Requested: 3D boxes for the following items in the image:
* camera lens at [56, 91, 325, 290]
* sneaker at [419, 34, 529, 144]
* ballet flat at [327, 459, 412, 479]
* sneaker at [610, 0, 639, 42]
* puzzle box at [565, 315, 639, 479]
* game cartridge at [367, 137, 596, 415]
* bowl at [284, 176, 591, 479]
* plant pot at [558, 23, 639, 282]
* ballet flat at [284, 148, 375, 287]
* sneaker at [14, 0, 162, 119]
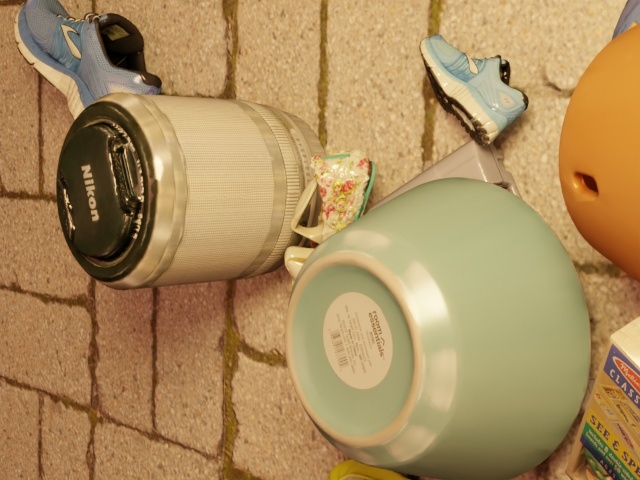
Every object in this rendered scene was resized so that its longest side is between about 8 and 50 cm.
[{"bbox_3d":[-0.151,-0.058,1.213,0.219,0.274,0.219,4,96,46],"label":"camera lens"},{"bbox_3d":[0.157,-0.161,1.053,0.073,0.063,0.162,-30,48,-2],"label":"sneaker"},{"bbox_3d":[0.071,0.295,1.151,0.231,0.077,0.077,5,97,46],"label":"ballet flat"},{"bbox_3d":[0.329,-0.266,0.847,0.296,0.112,0.131,-57,37,30],"label":"sneaker"},{"bbox_3d":[0.350,0.268,0.774,0.409,0.052,0.272,51,162,31],"label":"puzzle box"},{"bbox_3d":[0.152,0.065,1.071,0.196,0.060,0.294,-36,67,45],"label":"game cartridge"},{"bbox_3d":[0.082,0.096,0.994,0.312,0.163,0.311,6,99,46],"label":"bowl"},{"bbox_3d":[0.316,-0.059,0.754,0.203,0.291,0.290,25,111,61],"label":"plant pot"},{"bbox_3d":[0.000,0.000,1.182,0.091,0.077,0.241,-99,20,-61],"label":"ballet flat"},{"bbox_3d":[-0.326,-0.275,1.510,0.330,0.130,0.147,46,109,30],"label":"sneaker"}]
